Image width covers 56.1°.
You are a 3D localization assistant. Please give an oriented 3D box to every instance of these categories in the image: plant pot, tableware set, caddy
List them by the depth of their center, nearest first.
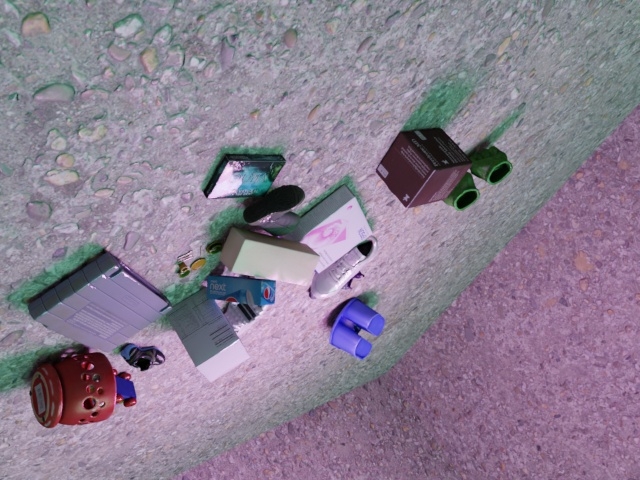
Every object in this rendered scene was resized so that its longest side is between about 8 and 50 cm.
[{"bbox_3d":[-0.669,0.406,1.620,0.174,0.191,0.191,0,137,-47],"label":"plant pot"},{"bbox_3d":[-0.321,0.053,1.654,0.154,0.024,0.104,-25,154,-26],"label":"tableware set"},{"bbox_3d":[0.154,0.397,2.743,0.241,0.179,0.341,-60,157,-8],"label":"caddy"}]

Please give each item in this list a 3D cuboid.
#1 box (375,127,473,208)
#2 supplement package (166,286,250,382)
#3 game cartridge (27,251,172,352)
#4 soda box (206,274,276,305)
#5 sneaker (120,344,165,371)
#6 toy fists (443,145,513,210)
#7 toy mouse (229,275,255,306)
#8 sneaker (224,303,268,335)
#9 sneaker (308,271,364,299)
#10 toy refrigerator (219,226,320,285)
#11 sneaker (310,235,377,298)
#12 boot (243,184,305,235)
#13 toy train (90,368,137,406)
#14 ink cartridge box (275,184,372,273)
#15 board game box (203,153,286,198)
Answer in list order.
[{"bbox_3d":[0.318,-0.223,1.844,0.203,0.169,0.167,-15,149,-42],"label":"box"},{"bbox_3d":[-0.342,0.290,1.834,0.149,0.203,0.194,-32,155,-11],"label":"supplement package"},{"bbox_3d":[-0.544,0.168,1.521,0.230,0.068,0.355,-31,156,-4],"label":"game cartridge"},{"bbox_3d":[-0.229,0.142,1.727,0.067,0.210,0.071,3,90,-55],"label":"soda box"},{"bbox_3d":[-0.544,0.371,1.858,0.067,0.078,0.188,-39,157,5],"label":"sneaker"},{"bbox_3d":[0.553,-0.234,2.188,0.279,0.142,0.096,-40,125,7],"label":"toy fists"},{"bbox_3d":[-0.242,0.157,1.880,0.161,0.031,0.143,-57,-170,-29],"label":"toy mouse"},{"bbox_3d":[-0.254,0.245,2.011,0.292,0.110,0.118,-42,164,32],"label":"sneaker"},{"bbox_3d":[0.059,0.168,2.285,0.223,0.098,0.083,-40,156,6],"label":"sneaker"},{"bbox_3d":[-0.142,0.045,1.699,0.269,0.094,0.102,13,107,-40],"label":"toy refrigerator"},{"bbox_3d":[0.082,0.082,2.129,0.305,0.114,0.152,-42,171,-11],"label":"sneaker"},{"bbox_3d":[-0.096,-0.073,1.629,0.189,0.076,0.208,-20,160,16],"label":"boot"},{"bbox_3d":[-0.680,0.465,1.835,0.143,0.105,0.248,-24,156,3],"label":"toy train"},{"bbox_3d":[0.000,0.000,1.943,0.330,0.071,0.324,-38,156,0],"label":"ink cartridge box"},{"bbox_3d":[-0.182,-0.155,1.464,0.186,0.026,0.126,-8,144,-47],"label":"board game box"}]
